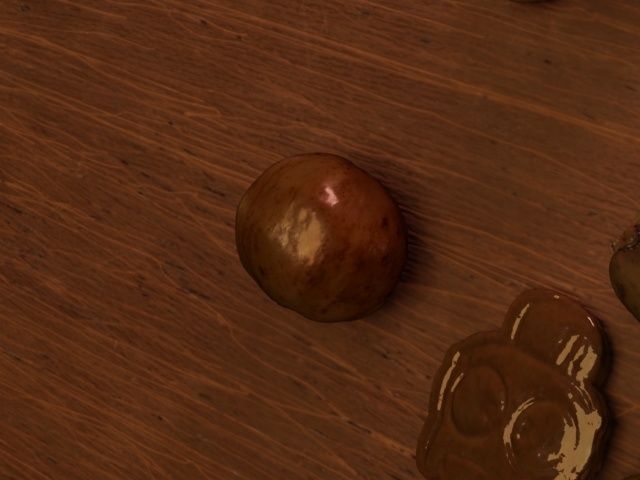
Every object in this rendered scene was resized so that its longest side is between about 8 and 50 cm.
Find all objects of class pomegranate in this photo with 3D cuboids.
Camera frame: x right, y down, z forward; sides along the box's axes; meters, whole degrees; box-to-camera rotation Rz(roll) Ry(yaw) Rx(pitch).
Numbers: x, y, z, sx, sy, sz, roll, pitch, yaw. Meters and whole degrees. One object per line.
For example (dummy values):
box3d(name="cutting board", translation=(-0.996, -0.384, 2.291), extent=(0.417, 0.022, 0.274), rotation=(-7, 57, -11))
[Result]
box3d(name="pomegranate", translation=(0.000, 0.000, 1.914), extent=(0.248, 0.248, 0.248), rotation=(-1, 87, 33))

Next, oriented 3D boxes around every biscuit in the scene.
box3d(name="biscuit", translation=(0.244, 0.244, 1.820), extent=(0.269, 0.051, 0.376), rotation=(28, 98, 41))

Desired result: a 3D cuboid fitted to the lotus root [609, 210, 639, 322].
box3d(name="lotus root", translation=(0.466, 0.070, 1.654), extent=(0.284, 0.146, 0.160), rotation=(42, 128, 24))

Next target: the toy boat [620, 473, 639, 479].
box3d(name="toy boat", translation=(0.358, 0.406, 1.740), extent=(0.141, 0.099, 0.318), rotation=(42, 112, 31))

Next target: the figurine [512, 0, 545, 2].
box3d(name="figurine", translation=(0.305, -0.389, 1.807), extent=(0.196, 0.114, 0.108), rotation=(-32, 49, 16))
